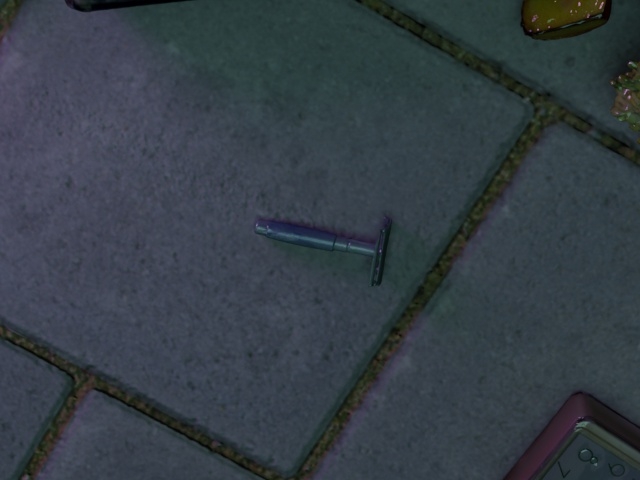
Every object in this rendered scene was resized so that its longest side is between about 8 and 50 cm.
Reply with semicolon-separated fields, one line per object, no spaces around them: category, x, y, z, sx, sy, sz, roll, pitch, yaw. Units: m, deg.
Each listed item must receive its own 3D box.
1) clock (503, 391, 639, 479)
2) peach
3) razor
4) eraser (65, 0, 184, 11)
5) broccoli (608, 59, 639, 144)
clock;0.271;0.274;1.684;0.147;0.071;0.192;34;108;-8
peach;0.231;-0.216;1.520;0.077;0.050;0.083;37;99;15
razor;0.000;0.000;1.624;0.135;0.040;0.068;11;110;5
eraser;-0.084;-0.299;1.484;0.332;0.101;0.155;-5;110;6
broccoli;0.370;-0.187;1.473;0.247;0.263;0.243;-37;77;-18
